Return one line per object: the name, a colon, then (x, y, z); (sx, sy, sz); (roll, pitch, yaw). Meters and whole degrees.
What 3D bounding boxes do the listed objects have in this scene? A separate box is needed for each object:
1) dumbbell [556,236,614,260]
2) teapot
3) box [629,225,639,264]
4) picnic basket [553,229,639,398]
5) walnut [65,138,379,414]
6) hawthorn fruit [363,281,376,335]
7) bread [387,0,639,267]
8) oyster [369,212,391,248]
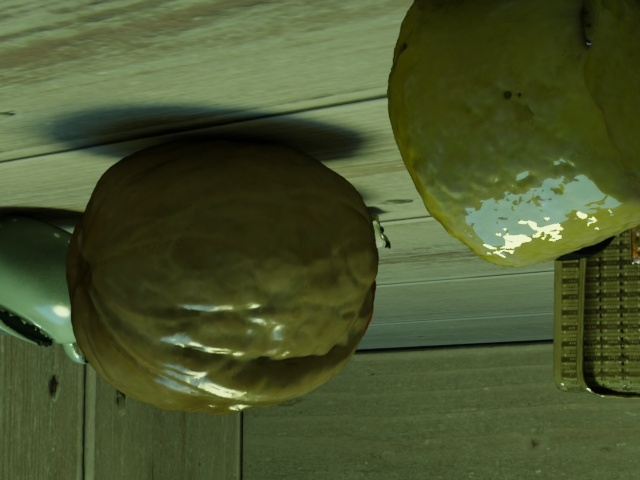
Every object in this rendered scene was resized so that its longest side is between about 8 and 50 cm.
dumbbell: (0.246, -0.061, 1.361); (0.143, 0.143, 0.325); (7, 170, -42)
teapot: (-0.348, 0.056, 2.152); (0.193, 0.129, 0.294); (8, 154, 45)
box: (0.405, -0.038, 1.601); (0.237, 0.070, 0.152); (-4, -158, 14)
picnic basket: (0.423, 0.081, 2.096); (0.175, 0.228, 0.313); (-3, 172, 36)
walnut: (-0.087, 0.034, 1.666); (0.313, 0.277, 0.252); (-1, -155, -32)
hawthorn fruit: (-0.056, 0.067, 1.933); (0.242, 0.241, 0.271); (0, -167, 0)
bread: (0.136, -0.083, 1.107); (0.170, 0.197, 0.197); (-18, 163, 34)
oyster: (0.009, 0.000, 2.152); (0.133, 0.072, 0.209); (8, 151, -9)
